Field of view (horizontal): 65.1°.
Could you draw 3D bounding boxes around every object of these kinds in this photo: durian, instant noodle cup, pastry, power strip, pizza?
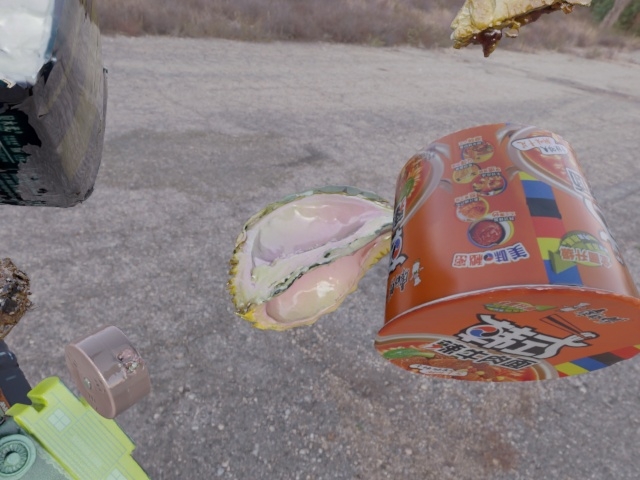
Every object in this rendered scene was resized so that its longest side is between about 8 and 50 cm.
[{"bbox_3d":[-0.015,-0.001,0.747,0.305,0.185,0.196,-31,58,-15],"label":"durian"},{"bbox_3d":[0.178,0.019,0.514,0.250,0.250,0.192,7,59,-7],"label":"instant noodle cup"},{"bbox_3d":[-0.861,0.152,1.243,0.274,0.275,0.193,1,-15,-18],"label":"pastry"},{"bbox_3d":[-0.369,0.226,0.868,0.154,0.154,0.078,27,38,30],"label":"power strip"},{"bbox_3d":[0.260,-0.316,0.658,0.069,0.194,0.154,-1,65,-51],"label":"pizza"}]

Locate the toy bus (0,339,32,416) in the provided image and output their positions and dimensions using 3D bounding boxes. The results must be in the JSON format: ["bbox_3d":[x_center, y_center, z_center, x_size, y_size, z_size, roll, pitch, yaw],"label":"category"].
[{"bbox_3d":[-0.936,0.452,1.513,0.409,0.092,0.093,57,27,6],"label":"toy bus"}]

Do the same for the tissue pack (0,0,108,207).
[{"bbox_3d":[-0.355,-0.187,0.475,0.264,0.253,0.416,5,-8,-20],"label":"tissue pack"}]

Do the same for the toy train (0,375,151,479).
[{"bbox_3d":[-0.626,0.541,1.241,0.179,0.442,0.272,-15,24,45],"label":"toy train"}]
